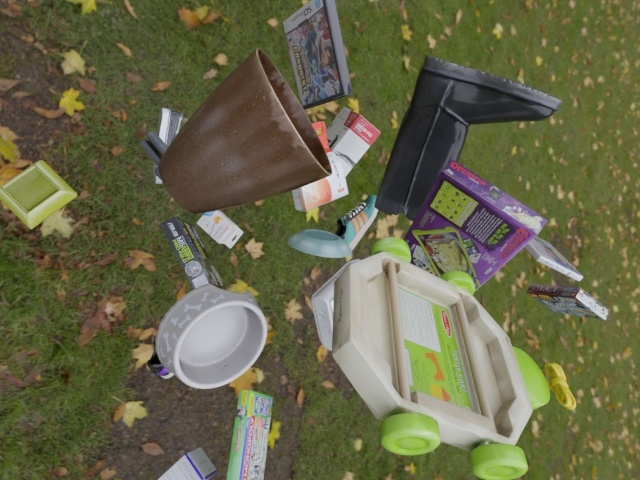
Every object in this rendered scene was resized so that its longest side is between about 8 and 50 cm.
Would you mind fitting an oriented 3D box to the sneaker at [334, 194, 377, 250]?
[{"bbox_3d":[0.152,-0.093,1.872,0.121,0.108,0.302,34,83,-20],"label":"sneaker"}]

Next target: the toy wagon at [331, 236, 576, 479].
[{"bbox_3d":[0.172,0.147,0.523,0.345,0.068,0.267,26,39,-18],"label":"toy wagon"}]

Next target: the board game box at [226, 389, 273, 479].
[{"bbox_3d":[-0.239,0.690,1.427,0.213,0.046,0.316,61,31,-61],"label":"board game box"}]

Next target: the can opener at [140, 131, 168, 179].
[{"bbox_3d":[-0.535,-0.275,1.402,0.283,0.076,0.095,46,12,25],"label":"can opener"}]

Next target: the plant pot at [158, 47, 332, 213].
[{"bbox_3d":[-0.134,-0.144,0.668,0.215,0.231,0.215,57,14,-22],"label":"plant pot"}]

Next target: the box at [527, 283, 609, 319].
[{"bbox_3d":[0.550,0.135,0.935,0.094,0.137,0.027,34,79,-13],"label":"box"}]

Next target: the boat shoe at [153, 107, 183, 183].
[{"bbox_3d":[-0.621,-0.381,1.717,0.105,0.113,0.305,6,92,-30],"label":"boat shoe"}]

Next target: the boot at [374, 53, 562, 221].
[{"bbox_3d":[0.376,-0.234,1.160,0.146,0.367,0.444,-35,146,-57],"label":"boot"}]

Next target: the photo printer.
[{"bbox_3d":[0.105,0.236,1.607,0.308,0.107,0.255,-38,129,-42],"label":"photo printer"}]

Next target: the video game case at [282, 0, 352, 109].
[{"bbox_3d":[-0.015,-0.547,1.234,0.035,0.248,0.274,-20,106,-28],"label":"video game case"}]

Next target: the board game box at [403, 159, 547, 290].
[{"bbox_3d":[0.303,-0.001,0.916,0.208,0.346,0.056,42,65,16],"label":"board game box"}]

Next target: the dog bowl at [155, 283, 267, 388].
[{"bbox_3d":[-0.322,0.306,1.304,0.349,0.102,0.348,-18,120,-33],"label":"dog bowl"}]

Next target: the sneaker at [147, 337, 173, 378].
[{"bbox_3d":[-0.571,0.390,1.638,0.293,0.102,0.146,-62,146,-20],"label":"sneaker"}]

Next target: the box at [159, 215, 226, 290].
[{"bbox_3d":[-0.419,0.061,1.396,0.269,0.060,0.216,61,-5,4],"label":"box"}]

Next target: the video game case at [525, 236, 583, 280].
[{"bbox_3d":[0.553,0.027,1.036,0.143,0.019,0.157,23,27,-18],"label":"video game case"}]

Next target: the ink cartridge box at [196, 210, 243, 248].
[{"bbox_3d":[-0.449,-0.058,1.870,0.181,0.104,0.061,40,6,11],"label":"ink cartridge box"}]

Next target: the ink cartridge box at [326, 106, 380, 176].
[{"bbox_3d":[0.072,-0.354,1.594,0.114,0.272,0.197,32,13,-27],"label":"ink cartridge box"}]

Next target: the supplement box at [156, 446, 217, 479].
[{"bbox_3d":[-0.494,0.850,1.457,0.114,0.220,0.111,46,-5,18],"label":"supplement box"}]

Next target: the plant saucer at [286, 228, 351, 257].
[{"bbox_3d":[0.000,0.000,1.225,0.195,0.195,0.037,-7,114,-50],"label":"plant saucer"}]

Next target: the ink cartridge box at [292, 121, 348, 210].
[{"bbox_3d":[-0.009,-0.171,0.942,0.146,0.045,0.179,-25,113,-40],"label":"ink cartridge box"}]

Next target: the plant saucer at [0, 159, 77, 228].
[{"bbox_3d":[-0.974,-0.167,1.418,0.188,0.045,0.188,43,69,3],"label":"plant saucer"}]
